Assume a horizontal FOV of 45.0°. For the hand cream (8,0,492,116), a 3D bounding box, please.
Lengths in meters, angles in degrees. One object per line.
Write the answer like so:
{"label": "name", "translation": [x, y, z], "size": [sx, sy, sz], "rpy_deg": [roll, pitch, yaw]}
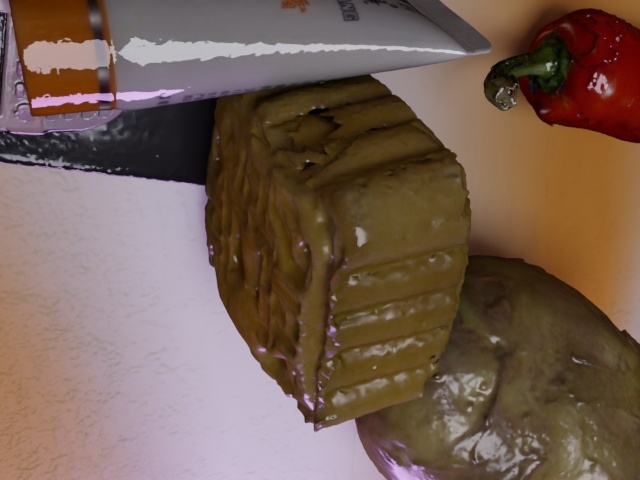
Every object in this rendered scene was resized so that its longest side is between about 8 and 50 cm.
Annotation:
{"label": "hand cream", "translation": [-0.043, -0.140, 0.530], "size": [0.314, 0.140, 0.089], "rpy_deg": [-11, 132, -23]}

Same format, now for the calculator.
{"label": "calculator", "translation": [-0.212, -0.124, 0.542], "size": [0.165, 0.024, 0.103], "rpy_deg": [3, 119, -27]}

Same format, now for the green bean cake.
{"label": "green bean cake", "translation": [0.000, 0.000, 0.593], "size": [0.131, 0.224, 0.230], "rpy_deg": [-13, 131, -25]}

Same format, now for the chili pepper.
{"label": "chili pepper", "translation": [0.293, -0.145, 0.712], "size": [0.387, 0.110, 0.110], "rpy_deg": [2, 120, -30]}

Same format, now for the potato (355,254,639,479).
{"label": "potato", "translation": [0.162, 0.120, 0.746], "size": [0.300, 0.289, 0.237], "rpy_deg": [-16, 115, 31]}

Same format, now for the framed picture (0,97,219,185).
{"label": "framed picture", "translation": [-0.178, -0.162, 0.555], "size": [0.323, 0.013, 0.244], "rpy_deg": [5, 118, -26]}
